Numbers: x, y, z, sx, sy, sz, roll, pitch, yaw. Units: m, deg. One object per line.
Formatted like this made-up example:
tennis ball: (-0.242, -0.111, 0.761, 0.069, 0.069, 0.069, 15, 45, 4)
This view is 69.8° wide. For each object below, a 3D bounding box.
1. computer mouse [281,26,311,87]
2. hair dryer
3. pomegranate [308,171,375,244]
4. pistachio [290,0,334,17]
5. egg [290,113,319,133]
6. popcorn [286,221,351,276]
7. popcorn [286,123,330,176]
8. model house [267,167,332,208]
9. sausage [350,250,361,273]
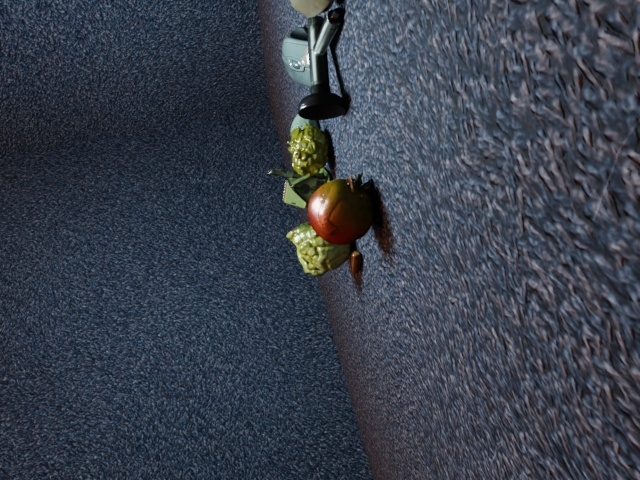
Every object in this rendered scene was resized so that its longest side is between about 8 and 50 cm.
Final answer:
computer mouse: (-0.081, -0.720, 1.811, 0.370, 0.122, 0.188, -118, 15, -52)
hair dryer: (-0.007, -0.552, 1.401, 0.284, 0.156, 0.319, -70, -24, -84)
pomegranate: (0.069, -0.099, 1.413, 0.235, 0.210, 0.210, -61, 30, 28)
pistachio: (-0.016, -0.694, 1.224, 0.153, 0.138, 0.238, 66, 168, -2)
egg: (-0.070, -0.498, 2.048, 0.131, 0.132, 0.164, -113, 15, -55)
popcorn: (0.004, 0.008, 1.934, 0.237, 0.293, 0.293, 60, 180, -24)
popcorn: (-0.052, -0.376, 1.913, 0.218, 0.170, 0.189, 115, 146, -53)
model house: (-0.112, -0.227, 2.072, 0.205, 0.279, 0.218, -121, 38, -64)
sausage: (0.141, 0.085, 1.814, 0.131, 0.039, 0.041, 90, 173, -57)
